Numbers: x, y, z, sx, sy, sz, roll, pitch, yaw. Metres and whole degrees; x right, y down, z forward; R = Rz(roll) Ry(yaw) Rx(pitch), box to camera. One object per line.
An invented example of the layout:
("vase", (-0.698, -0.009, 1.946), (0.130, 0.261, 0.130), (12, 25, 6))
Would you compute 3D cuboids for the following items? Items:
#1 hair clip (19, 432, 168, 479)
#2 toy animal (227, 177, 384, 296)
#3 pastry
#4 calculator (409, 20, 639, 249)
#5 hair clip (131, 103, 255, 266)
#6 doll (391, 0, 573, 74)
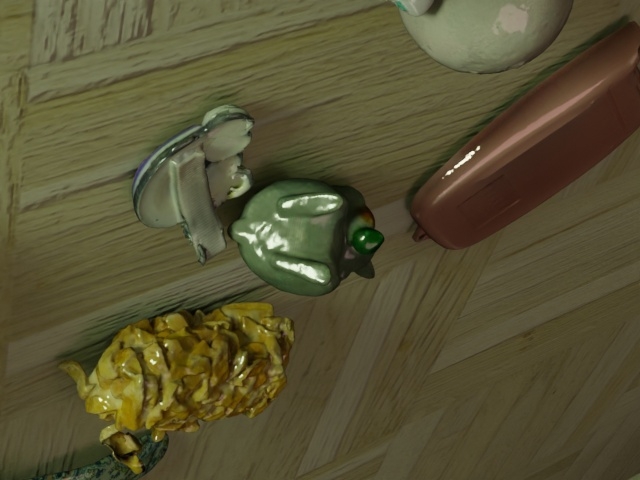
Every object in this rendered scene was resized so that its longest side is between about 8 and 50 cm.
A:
("hair clip", (-0.255, 0.259, 1.519), (0.229, 0.036, 0.066), (-10, 138, -42))
("toy animal", (0.000, -0.009, 1.337), (0.236, 0.138, 0.108), (-21, 119, -78))
("pastry", (-0.142, 0.140, 1.381), (0.250, 0.102, 0.154), (-11, 142, -44))
("calculator", (0.237, -0.096, 1.515), (0.329, 0.048, 0.220), (-37, 156, 8))
("hair clip", (-0.107, -0.046, 1.179), (0.116, 0.049, 0.172), (-32, 152, -18))
("doll", (0.085, -0.220, 1.021), (0.151, 0.151, 0.287), (-44, 149, 16))
